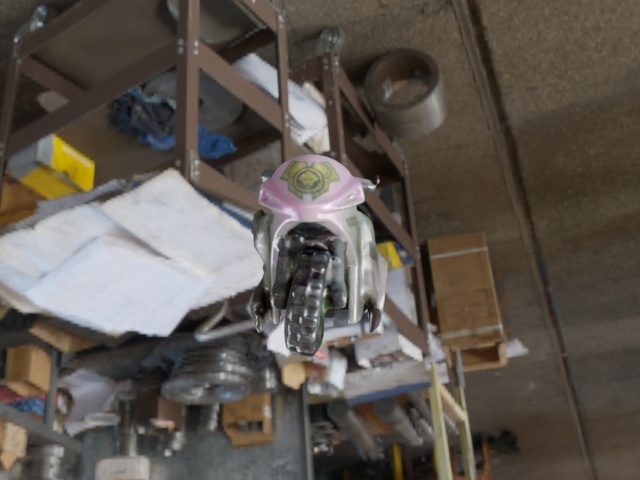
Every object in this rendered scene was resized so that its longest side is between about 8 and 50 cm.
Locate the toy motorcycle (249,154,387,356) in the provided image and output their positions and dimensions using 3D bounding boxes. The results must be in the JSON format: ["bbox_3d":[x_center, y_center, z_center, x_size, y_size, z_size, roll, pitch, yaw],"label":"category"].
[{"bbox_3d":[0.000,0.000,0.916,0.143,0.188,0.327,1,-172,5],"label":"toy motorcycle"}]
